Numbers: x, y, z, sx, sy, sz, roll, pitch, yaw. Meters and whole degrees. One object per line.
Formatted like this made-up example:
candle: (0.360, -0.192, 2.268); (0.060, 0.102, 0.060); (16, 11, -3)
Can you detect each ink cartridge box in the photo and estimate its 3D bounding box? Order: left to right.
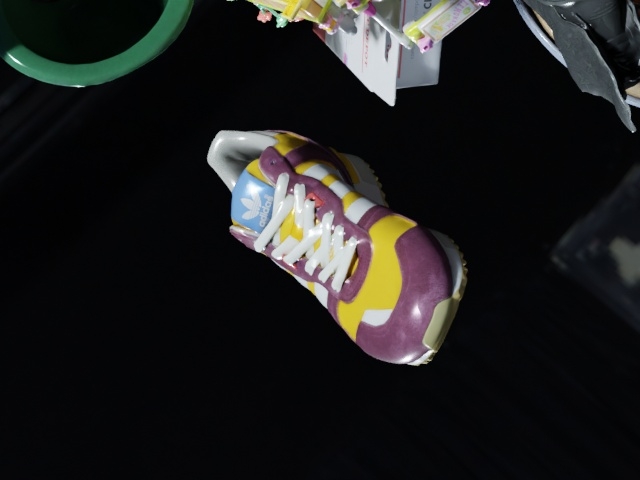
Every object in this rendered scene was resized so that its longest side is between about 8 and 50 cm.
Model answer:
ink cartridge box: (0.057, -0.207, 1.463); (0.067, 0.198, 0.115); (-8, -59, -18)

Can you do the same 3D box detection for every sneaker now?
sneaker: (0.000, 0.000, 0.786); (0.084, 0.185, 0.069); (17, -76, -27)
sneaker: (0.144, -0.117, 0.901); (0.051, 0.170, 0.089); (-27, -77, 1)

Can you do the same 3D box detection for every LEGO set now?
LEGO set: (0.029, -0.203, 1.289); (0.287, 0.132, 0.107); (-18, -36, 33)

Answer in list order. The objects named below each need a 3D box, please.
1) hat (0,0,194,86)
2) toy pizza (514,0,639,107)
hat: (-0.184, -0.181, 1.451); (0.208, 0.173, 0.183); (-39, -18, -15)
toy pizza: (0.230, -0.178, 1.236); (0.201, 0.201, 0.032); (-12, -30, -37)
